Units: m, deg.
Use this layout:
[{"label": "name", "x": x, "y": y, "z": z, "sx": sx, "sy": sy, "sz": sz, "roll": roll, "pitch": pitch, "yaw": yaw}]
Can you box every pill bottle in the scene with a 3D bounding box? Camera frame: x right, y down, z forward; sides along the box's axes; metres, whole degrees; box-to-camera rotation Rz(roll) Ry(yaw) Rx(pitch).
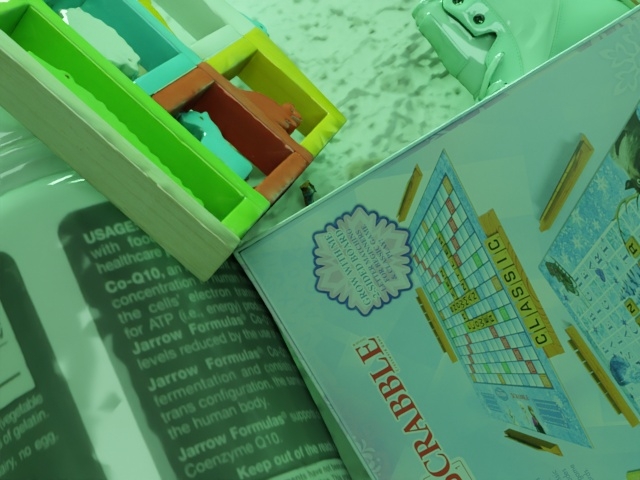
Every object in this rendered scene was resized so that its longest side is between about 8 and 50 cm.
[{"label": "pill bottle", "x": -0.123, "y": 0.082, "z": 0.646, "sx": 0.204, "sy": 0.204, "sz": 0.361, "roll": -25, "pitch": 73, "yaw": -4}]

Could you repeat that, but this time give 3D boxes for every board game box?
[{"label": "board game box", "x": 0.165, "y": 0.058, "z": 0.622, "sx": 0.318, "sy": 0.066, "sz": 0.319, "roll": -30, "pitch": 91, "yaw": 11}]

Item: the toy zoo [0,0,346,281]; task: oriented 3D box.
[{"label": "toy zoo", "x": -0.085, "y": -0.103, "z": 0.682, "sx": 0.192, "sy": 0.293, "sz": 0.030, "roll": 42, "pitch": 118, "yaw": -3}]

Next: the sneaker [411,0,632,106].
[{"label": "sneaker", "x": 0.108, "y": -0.087, "z": 0.739, "sx": 0.151, "sy": 0.094, "sz": 0.256, "roll": 31, "pitch": 69, "yaw": 7}]

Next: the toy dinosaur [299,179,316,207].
[{"label": "toy dinosaur", "x": 0.000, "y": 0.000, "z": 0.751, "sx": 0.090, "sy": 0.047, "sz": 0.082, "roll": -45, "pitch": 57, "yaw": 1}]

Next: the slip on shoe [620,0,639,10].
[{"label": "slip on shoe", "x": 0.353, "y": -0.177, "z": 0.719, "sx": 0.331, "sy": 0.101, "sz": 0.123, "roll": 21, "pitch": 53, "yaw": 26}]
